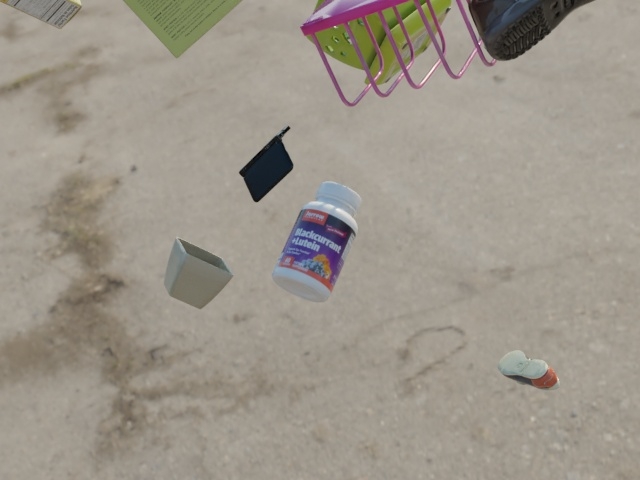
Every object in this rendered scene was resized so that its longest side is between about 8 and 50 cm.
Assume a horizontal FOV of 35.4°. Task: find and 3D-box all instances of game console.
[{"bbox_3d":[-0.094,-0.150,1.962,0.122,0.071,0.107,-40,6,31],"label":"game console"}]

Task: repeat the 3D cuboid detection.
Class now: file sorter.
[{"bbox_3d":[0.158,-0.366,1.706,0.290,0.182,0.202,-11,29,34],"label":"file sorter"}]

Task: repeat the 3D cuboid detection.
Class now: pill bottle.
[{"bbox_3d":[0.000,0.000,1.741,0.108,0.108,0.194,8,67,39],"label":"pill bottle"}]

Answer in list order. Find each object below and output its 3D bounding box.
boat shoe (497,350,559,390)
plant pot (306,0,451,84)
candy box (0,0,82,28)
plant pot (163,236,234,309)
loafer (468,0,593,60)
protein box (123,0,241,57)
[{"bbox_3d":[0.331,0.210,1.604,0.049,0.043,0.137,-51,17,-12],"label":"boat shoe"},{"bbox_3d":[0.133,-0.477,2.113,0.227,0.207,0.228,-41,-9,-24],"label":"plant pot"},{"bbox_3d":[-0.391,-0.349,1.243,0.053,0.186,0.109,-36,56,27],"label":"candy box"},{"bbox_3d":[-0.251,0.070,1.979,0.096,0.109,0.109,-60,26,8],"label":"plant pot"},{"bbox_3d":[0.384,-0.441,1.591,0.366,0.134,0.130,-35,62,-4],"label":"loafer"},{"bbox_3d":[-0.239,-0.471,1.750,0.199,0.201,0.136,-37,19,20],"label":"protein box"}]
